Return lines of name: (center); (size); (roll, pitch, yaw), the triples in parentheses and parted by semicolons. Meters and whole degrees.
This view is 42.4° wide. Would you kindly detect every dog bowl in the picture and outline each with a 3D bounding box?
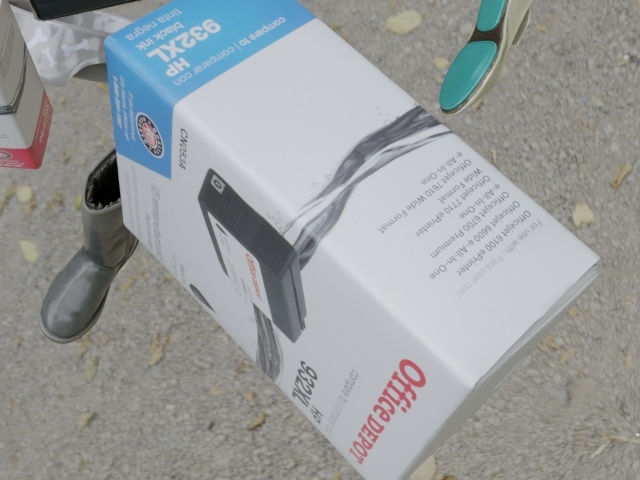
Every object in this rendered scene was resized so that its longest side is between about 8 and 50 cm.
dog bowl: (-0.421, -0.349, 1.473); (0.349, 0.349, 0.102); (24, 110, 24)

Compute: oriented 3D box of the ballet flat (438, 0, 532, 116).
ballet flat: (0.254, -0.284, 1.208); (0.086, 0.086, 0.248); (23, 90, 24)

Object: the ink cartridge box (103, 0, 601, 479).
ink cartridge box: (0.000, 0.000, 0.574); (0.129, 0.223, 0.307); (-37, 71, -28)

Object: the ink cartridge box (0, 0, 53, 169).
ink cartridge box: (-0.430, -0.188, 0.962); (0.172, 0.237, 0.100); (4, 64, -2)

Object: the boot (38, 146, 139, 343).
boot: (-0.244, 0.007, 0.903); (0.076, 0.208, 0.189); (28, 64, -11)

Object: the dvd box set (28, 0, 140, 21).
dvd box set: (-0.259, -0.484, 1.146); (0.308, 0.062, 0.420); (-14, 53, -3)
